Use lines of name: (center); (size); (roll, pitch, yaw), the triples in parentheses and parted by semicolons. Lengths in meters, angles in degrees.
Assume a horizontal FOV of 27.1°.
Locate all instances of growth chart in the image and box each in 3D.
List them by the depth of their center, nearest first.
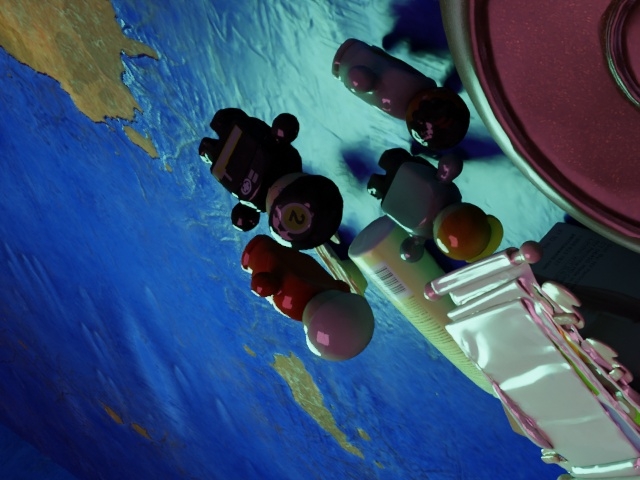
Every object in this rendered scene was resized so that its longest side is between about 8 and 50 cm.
growth chart: (0.174, 0.103, 0.984); (0.237, 0.021, 0.172); (54, 151, -14)

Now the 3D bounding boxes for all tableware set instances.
tableware set: (0.000, 0.000, 1.329); (0.141, 0.020, 0.169); (57, 172, -18)

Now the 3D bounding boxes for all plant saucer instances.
plant saucer: (0.187, -0.100, 0.641); (0.311, 0.050, 0.310); (19, 131, 23)

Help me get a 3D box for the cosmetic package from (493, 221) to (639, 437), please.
cosmetic package: (0.282, 0.108, 1.007); (0.296, 0.129, 0.153); (17, 142, 42)

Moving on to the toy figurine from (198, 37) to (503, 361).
toy figurine: (0.031, -0.034, 1.056); (0.148, 0.210, 0.213); (43, 157, 43)

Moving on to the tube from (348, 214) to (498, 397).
tube: (0.123, 0.078, 1.283); (0.062, 0.070, 0.240); (-33, 109, 25)
